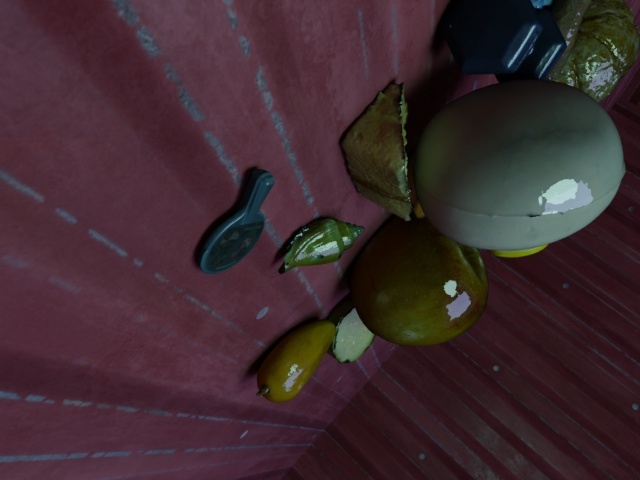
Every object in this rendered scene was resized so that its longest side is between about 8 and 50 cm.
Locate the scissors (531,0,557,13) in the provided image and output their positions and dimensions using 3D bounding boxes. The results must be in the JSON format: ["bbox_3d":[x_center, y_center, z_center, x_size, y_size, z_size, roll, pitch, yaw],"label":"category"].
[{"bbox_3d":[0.538,-0.548,1.206,0.393,0.032,0.180,-28,151,-41],"label":"scissors"}]

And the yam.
[{"bbox_3d":[0.553,-0.505,1.156,0.081,0.081,0.356,-42,157,-19],"label":"yam"}]

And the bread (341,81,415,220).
[{"bbox_3d":[0.123,-0.143,0.977,0.142,0.178,0.266,-19,157,8],"label":"bread"}]

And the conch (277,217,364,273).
[{"bbox_3d":[0.004,0.002,1.033,0.201,0.080,0.094,-17,124,-41],"label":"conch"}]

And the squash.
[{"bbox_3d":[0.079,0.258,1.608,0.220,0.133,0.220,-30,136,-34],"label":"squash"}]

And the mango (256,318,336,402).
[{"bbox_3d":[-0.058,0.308,1.361,0.317,0.119,0.176,-38,149,-40],"label":"mango"}]

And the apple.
[{"bbox_3d":[0.261,0.102,1.419,0.383,0.375,0.374,-87,-166,-48],"label":"apple"}]

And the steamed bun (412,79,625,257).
[{"bbox_3d":[0.363,-0.141,0.987,0.374,0.333,0.334,-10,151,-4],"label":"steamed bun"}]

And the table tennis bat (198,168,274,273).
[{"bbox_3d":[-0.121,-0.024,0.786,0.124,0.033,0.201,-24,152,-52],"label":"table tennis bat"}]

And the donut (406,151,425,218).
[{"bbox_3d":[0.256,-0.133,1.255,0.152,0.101,0.259,-54,159,11],"label":"donut"}]

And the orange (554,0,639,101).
[{"bbox_3d":[0.768,-0.511,1.496,0.368,0.210,0.271,-51,157,-2],"label":"orange"}]

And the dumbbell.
[{"bbox_3d":[0.349,-0.373,0.965,0.144,0.159,0.325,-25,176,36],"label":"dumbbell"}]
